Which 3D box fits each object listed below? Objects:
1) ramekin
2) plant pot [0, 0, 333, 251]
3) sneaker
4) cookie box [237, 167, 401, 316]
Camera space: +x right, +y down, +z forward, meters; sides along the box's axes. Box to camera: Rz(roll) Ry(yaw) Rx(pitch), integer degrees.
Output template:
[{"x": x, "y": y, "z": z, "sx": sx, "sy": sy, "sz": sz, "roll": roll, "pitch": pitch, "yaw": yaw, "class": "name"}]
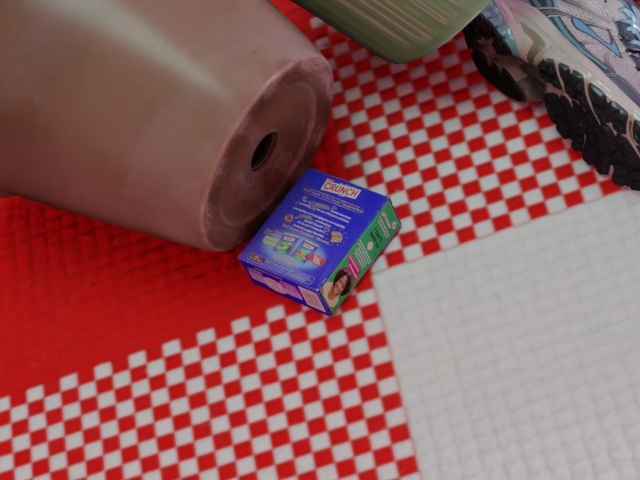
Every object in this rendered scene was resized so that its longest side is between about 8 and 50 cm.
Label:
[{"x": 0.093, "y": -0.300, "z": 1.587, "sx": 0.303, "sy": 0.148, "sz": 0.303, "roll": -49, "pitch": 16, "yaw": 19, "class": "ramekin"}, {"x": -0.153, "y": -0.139, "z": 1.560, "sx": 0.280, "sy": 0.323, "sz": 0.323, "roll": 30, "pitch": 67, "yaw": 20, "class": "plant pot"}, {"x": 0.236, "y": -0.152, "z": 1.522, "sx": 0.122, "sy": 0.110, "sz": 0.283, "roll": -33, "pitch": 48, "yaw": -11, "class": "sneaker"}, {"x": 0.000, "y": 0.000, "z": 1.534, "sx": 0.092, "sy": 0.040, "sz": 0.107, "roll": 22, "pitch": 64, "yaw": 35, "class": "cookie box"}]
